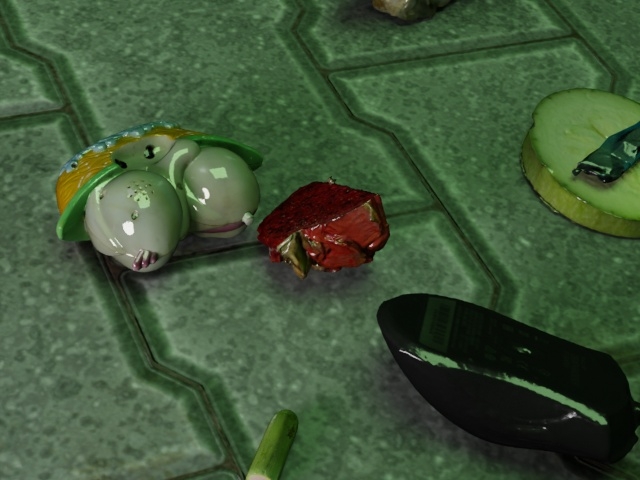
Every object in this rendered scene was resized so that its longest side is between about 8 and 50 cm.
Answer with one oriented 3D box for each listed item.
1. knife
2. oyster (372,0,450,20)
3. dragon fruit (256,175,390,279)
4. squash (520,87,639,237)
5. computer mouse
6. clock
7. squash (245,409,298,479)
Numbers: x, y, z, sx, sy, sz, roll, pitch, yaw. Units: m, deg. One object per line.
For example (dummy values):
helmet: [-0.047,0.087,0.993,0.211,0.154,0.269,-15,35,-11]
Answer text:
knife: [0.378,-0.133,1.499,0.044,0.026,0.296,29,45,27]
oyster: [0.138,-0.364,1.687,0.166,0.110,0.341,40,46,14]
dragon fruit: [0.000,0.000,1.296,0.106,0.083,0.162,-32,23,-17]
squash: [0.332,-0.085,1.486,0.219,0.041,0.219,8,46,-9]
computer mouse: [0.170,0.130,1.183,0.264,0.088,0.147,18,25,7]
clock: [-0.151,-0.042,1.287,0.231,0.103,0.144,-26,56,-31]
squash: [-0.038,0.176,1.132,0.027,0.027,0.083,17,44,6]
